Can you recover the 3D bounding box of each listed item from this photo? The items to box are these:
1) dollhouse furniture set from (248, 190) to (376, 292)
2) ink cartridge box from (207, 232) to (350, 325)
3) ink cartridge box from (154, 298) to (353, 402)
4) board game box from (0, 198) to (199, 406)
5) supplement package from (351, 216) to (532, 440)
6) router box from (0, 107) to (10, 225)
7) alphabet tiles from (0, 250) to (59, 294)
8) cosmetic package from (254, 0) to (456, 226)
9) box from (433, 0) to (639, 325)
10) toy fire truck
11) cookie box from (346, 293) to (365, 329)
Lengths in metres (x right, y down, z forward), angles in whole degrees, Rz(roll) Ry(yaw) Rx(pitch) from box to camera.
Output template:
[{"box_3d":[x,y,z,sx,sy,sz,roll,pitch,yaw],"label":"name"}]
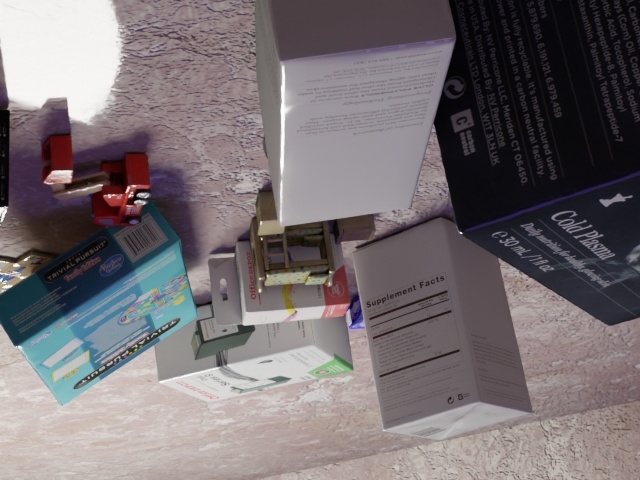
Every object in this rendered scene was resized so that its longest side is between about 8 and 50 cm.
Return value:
[{"box_3d":[0.000,0.000,1.781,0.182,0.101,0.161,-5,159,-10],"label":"dollhouse furniture set"},{"box_3d":[-0.064,0.060,1.892,0.198,0.115,0.067,-6,160,-10],"label":"ink cartridge box"},{"box_3d":[-0.115,0.180,2.180,0.289,0.121,0.211,-15,158,17],"label":"ink cartridge box"},{"box_3d":[-0.311,0.098,1.801,0.254,0.079,0.336,-33,164,-13],"label":"board game box"},{"box_3d":[0.186,0.141,1.956,0.175,0.293,0.177,-22,156,30],"label":"supplement package"},{"box_3d":[-0.370,-0.074,1.403,0.038,0.122,0.092,4,155,-21],"label":"router box"},{"box_3d":[-0.454,0.057,1.879,0.198,0.009,0.237,-25,155,36],"label":"alphabet tiles"},{"box_3d":[0.017,-0.173,1.202,0.155,0.197,0.365,-8,161,-4],"label":"cosmetic package"},{"box_3d":[0.414,-0.147,1.305,0.471,0.297,0.480,-21,156,24],"label":"box"},{"box_3d":[-0.280,-0.068,1.563,0.135,0.047,0.192,-2,159,-18],"label":"toy fire truck"},{"box_3d":[0.109,0.123,2.237,0.107,0.040,0.092,-3,158,-15],"label":"cookie box"}]
